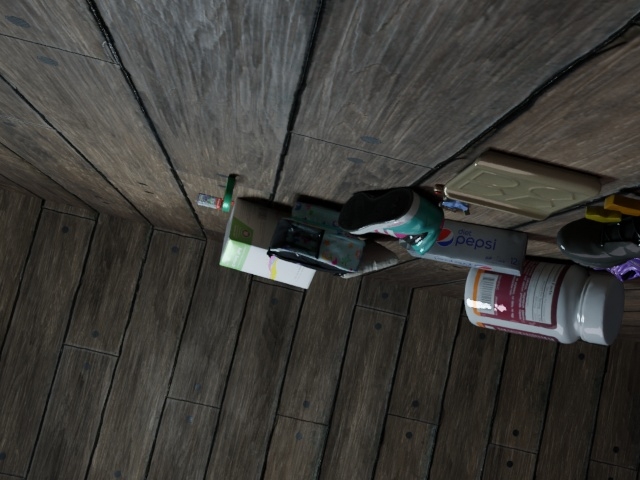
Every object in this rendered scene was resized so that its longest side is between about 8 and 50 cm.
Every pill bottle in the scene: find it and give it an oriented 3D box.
[{"bbox_3d":[0.631,0.166,2.026,0.392,0.224,0.224,8,171,38],"label":"pill bottle"}]

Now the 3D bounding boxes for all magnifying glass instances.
[{"bbox_3d":[-0.250,-0.128,1.947,0.026,0.092,0.231,10,-176,-10],"label":"magnifying glass"}]

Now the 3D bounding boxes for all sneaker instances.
[{"bbox_3d":[0.182,-0.043,1.665,0.178,0.124,0.295,28,166,-27],"label":"sneaker"},{"bbox_3d":[0.703,0.062,1.693,0.068,0.071,0.170,16,173,-23],"label":"sneaker"},{"bbox_3d":[0.580,-0.011,1.306,0.286,0.109,0.130,0,162,23],"label":"sneaker"}]

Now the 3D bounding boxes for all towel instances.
[{"bbox_3d":[0.121,0.052,2.288,0.187,0.049,0.282,-16,-166,-12],"label":"towel"}]

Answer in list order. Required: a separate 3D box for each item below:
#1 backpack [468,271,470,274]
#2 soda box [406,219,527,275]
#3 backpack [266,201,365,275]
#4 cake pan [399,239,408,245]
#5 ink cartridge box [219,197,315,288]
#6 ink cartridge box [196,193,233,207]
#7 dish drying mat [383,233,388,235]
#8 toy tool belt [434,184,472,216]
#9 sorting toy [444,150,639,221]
[{"bbox_3d":[0.563,0.138,2.286,0.181,0.152,0.115,19,177,2],"label":"backpack"},{"bbox_3d":[0.369,0.012,1.799,0.286,0.098,0.091,10,171,19],"label":"soda box"},{"bbox_3d":[0.000,0.000,1.995,0.253,0.191,0.225,21,178,-1],"label":"backpack"},{"bbox_3d":[0.349,0.011,2.010,0.293,0.054,0.293,13,173,2],"label":"cake pan"},{"bbox_3d":[-0.116,0.019,2.201,0.353,0.207,0.119,17,129,-11],"label":"ink cartridge box"},{"bbox_3d":[-0.340,-0.121,2.320,0.115,0.029,0.063,14,172,-3],"label":"ink cartridge box"},{"bbox_3d":[0.173,-0.029,2.197,0.083,0.008,0.032,17,173,-35],"label":"dish drying mat"},{"bbox_3d":[0.267,-0.081,1.451,0.083,0.051,0.052,13,173,5],"label":"toy tool belt"},{"bbox_3d":[0.392,-0.087,1.259,0.307,0.041,0.229,13,168,-3],"label":"sorting toy"}]
